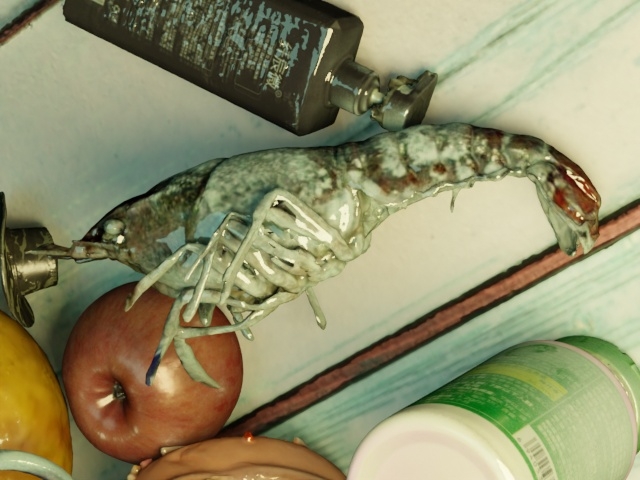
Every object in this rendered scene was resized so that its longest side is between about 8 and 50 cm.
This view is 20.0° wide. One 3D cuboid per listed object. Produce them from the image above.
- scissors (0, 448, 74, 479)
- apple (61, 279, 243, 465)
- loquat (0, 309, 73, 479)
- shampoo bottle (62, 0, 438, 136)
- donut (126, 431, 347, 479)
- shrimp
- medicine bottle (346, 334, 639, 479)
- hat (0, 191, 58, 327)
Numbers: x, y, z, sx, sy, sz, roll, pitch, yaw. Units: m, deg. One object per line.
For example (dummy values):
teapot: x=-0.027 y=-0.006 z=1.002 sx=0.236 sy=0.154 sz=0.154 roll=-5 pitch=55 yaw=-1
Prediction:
scissors: x=-0.126 y=0.287 z=1.424 sx=0.383 sy=0.029 sz=0.256 roll=15 pitch=125 yaw=-19
apple: x=-0.140 y=0.110 z=1.485 sx=0.153 sy=0.120 sz=0.153 roll=6 pitch=103 yaw=27
loquat: x=-0.329 y=0.164 z=1.505 sx=0.276 sy=0.284 sz=0.276 roll=-2 pitch=78 yaw=8
shampoo bottle: x=-0.056 y=-0.157 z=1.412 sx=0.309 sy=0.071 sz=0.098 roll=28 pitch=111 yaw=21
donut: x=-0.083 y=0.238 z=1.462 sx=0.233 sy=0.199 sz=0.085 roll=-43 pitch=35 yaw=27
shrimp: x=-0.004 y=-0.003 z=1.344 sx=0.410 sy=0.221 sz=0.166 roll=-21 pitch=90 yaw=8
medicine bottle: x=0.135 y=0.146 z=1.251 sx=0.133 sy=0.274 sz=0.133 roll=7 pitch=103 yaw=30
hat: x=-0.251 y=0.014 z=1.561 sx=0.050 sy=0.121 sz=0.121 roll=-12 pitch=95 yaw=-8
